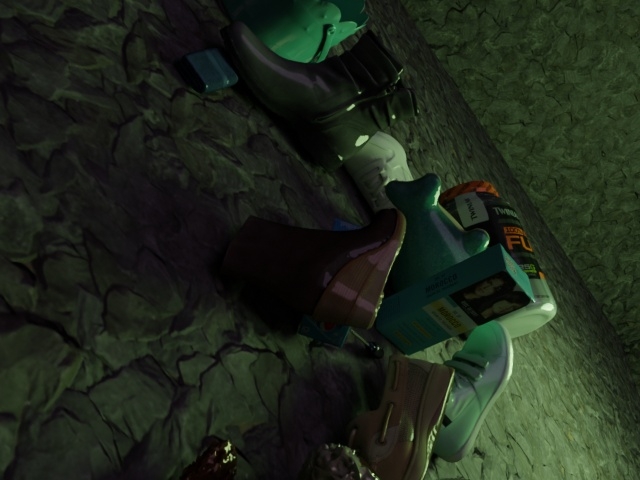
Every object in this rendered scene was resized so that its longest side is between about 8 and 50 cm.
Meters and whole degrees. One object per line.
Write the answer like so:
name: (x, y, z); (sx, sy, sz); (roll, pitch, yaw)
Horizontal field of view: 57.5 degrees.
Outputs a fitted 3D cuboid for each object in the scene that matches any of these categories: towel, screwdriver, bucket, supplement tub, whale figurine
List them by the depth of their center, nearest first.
screwdriver: (0.068, 0.150, 0.872); (0.170, 0.024, 0.025); (55, 38, -58)
towel: (-0.174, -0.265, 0.912); (0.067, 0.029, 0.119); (56, 28, -8)
whale figurine: (0.194, 0.018, 1.061); (0.141, 0.216, 0.272); (-54, 130, -52)
bucket: (-0.053, -0.484, 1.152); (0.281, 0.183, 0.281); (39, 35, -35)
supplement tub: (0.378, 0.046, 1.333); (0.207, 0.207, 0.338); (21, 47, -50)

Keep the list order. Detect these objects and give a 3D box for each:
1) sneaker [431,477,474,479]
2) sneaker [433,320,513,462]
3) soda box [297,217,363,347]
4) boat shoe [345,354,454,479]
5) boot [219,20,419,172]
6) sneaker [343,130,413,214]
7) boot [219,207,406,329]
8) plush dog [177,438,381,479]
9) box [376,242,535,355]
sneaker: (0.146, 0.369, 0.647); (0.282, 0.102, 0.161); (9, 85, -60)
sneaker: (0.223, 0.213, 0.955); (0.151, 0.094, 0.256); (44, 63, -27)
soda box: (0.027, 0.056, 0.871); (0.067, 0.071, 0.210); (19, 35, 1)
boat shoe: (0.082, 0.279, 0.748); (0.341, 0.110, 0.122); (-49, 151, -53)
boot: (0.007, -0.297, 1.018); (0.338, 0.222, 0.118); (42, 22, -33)
sneaker: (0.144, -0.100, 1.185); (0.305, 0.114, 0.152); (46, 30, -24)
boot: (0.000, 0.000, 0.792); (0.206, 0.090, 0.248); (22, 39, 4)
plush dog: (-0.047, 0.294, 0.487); (0.225, 0.211, 0.262); (32, 8, -19)
box: (0.219, 0.105, 0.977); (0.100, 0.244, 0.060); (42, 33, -30)
